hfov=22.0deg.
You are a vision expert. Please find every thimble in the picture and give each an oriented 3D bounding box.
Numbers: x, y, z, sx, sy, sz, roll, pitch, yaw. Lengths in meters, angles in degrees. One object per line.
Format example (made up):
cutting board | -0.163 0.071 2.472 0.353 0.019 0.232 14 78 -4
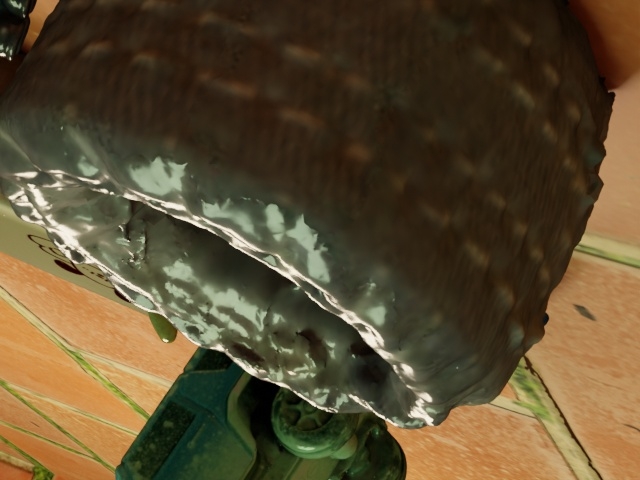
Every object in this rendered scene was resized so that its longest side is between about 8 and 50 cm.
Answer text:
thimble | 0.000 -0.044 0.664 0.236 0.172 0.205 35 164 -19

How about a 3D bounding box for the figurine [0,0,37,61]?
figurine | -0.222 -0.145 0.859 0.149 0.086 0.087 16 -156 -6

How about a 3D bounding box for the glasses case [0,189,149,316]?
glasses case | -0.138 -0.008 1.118 0.313 0.070 0.131 23 162 12

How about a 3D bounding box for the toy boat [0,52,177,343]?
toy boat | -0.184 -0.058 1.007 0.293 0.099 0.108 35 164 -1

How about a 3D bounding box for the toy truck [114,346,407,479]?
toy truck | -0.054 0.186 1.214 0.156 0.279 0.155 27 166 30

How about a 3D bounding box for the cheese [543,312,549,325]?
cheese | 0.000 0.000 0.947 0.270 0.069 0.177 25 163 -2
